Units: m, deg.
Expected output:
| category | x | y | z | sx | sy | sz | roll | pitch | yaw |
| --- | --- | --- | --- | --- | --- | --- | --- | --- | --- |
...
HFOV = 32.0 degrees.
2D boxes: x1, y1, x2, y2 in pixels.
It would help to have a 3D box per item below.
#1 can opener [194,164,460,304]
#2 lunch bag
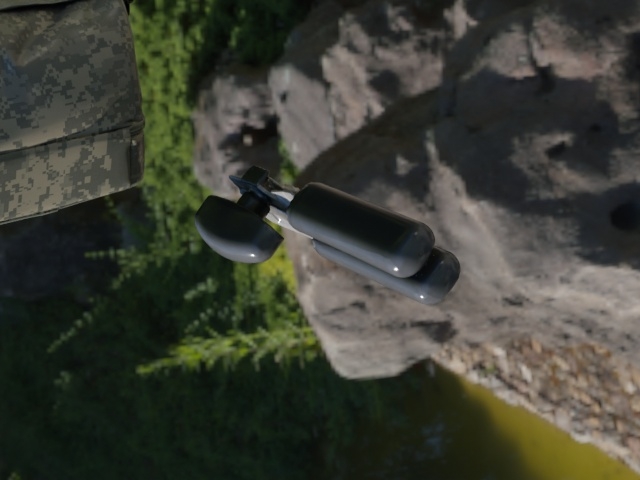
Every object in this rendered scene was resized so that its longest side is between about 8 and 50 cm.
| category | x | y | z | sx | sy | sz | roll | pitch | yaw |
| --- | --- | --- | --- | --- | --- | --- | --- | --- | --- |
| can opener | 0.000 | 0.000 | 0.923 | 0.280 | 0.074 | 0.093 | 18 | 70 | 52 |
| lunch bag | -0.375 | -0.186 | 1.398 | 0.212 | 0.305 | 0.256 | 46 | 141 | 44 |
